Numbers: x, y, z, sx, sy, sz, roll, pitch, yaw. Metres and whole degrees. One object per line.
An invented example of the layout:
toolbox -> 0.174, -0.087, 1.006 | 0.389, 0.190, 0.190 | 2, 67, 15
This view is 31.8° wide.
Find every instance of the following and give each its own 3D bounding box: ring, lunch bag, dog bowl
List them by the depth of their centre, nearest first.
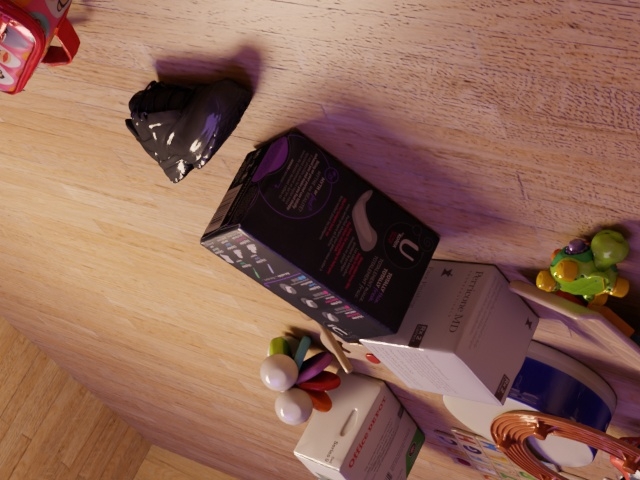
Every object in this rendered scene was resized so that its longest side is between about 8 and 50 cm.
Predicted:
lunch bag -> -0.438, -0.302, 1.463 | 0.258, 0.120, 0.293 | 29, 160, -15
ring -> 0.421, 0.368, 1.768 | 0.336, 0.032, 0.336 | 25, 157, 11
dog bowl -> 0.337, 0.261, 1.824 | 0.265, 0.104, 0.265 | 24, 159, 10

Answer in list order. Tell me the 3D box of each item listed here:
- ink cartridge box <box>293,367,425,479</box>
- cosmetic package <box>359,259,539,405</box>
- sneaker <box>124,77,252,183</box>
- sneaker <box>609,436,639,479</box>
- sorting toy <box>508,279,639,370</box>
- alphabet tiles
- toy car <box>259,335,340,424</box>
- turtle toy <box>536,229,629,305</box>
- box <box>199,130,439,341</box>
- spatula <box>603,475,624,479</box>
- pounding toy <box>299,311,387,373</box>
ink cartridge box -> 0.088, 0.429, 2.353 | 0.121, 0.211, 0.289 | 15, 154, 33
cosmetic package -> 0.189, 0.131, 1.640 | 0.183, 0.151, 0.151 | 3, 148, 45
sneaker -> -0.190, -0.161, 1.501 | 0.130, 0.109, 0.286 | 40, 154, -13
sneaker -> 0.598, 0.433, 1.899 | 0.148, 0.131, 0.350 | 14, 150, 47
sorting toy -> 0.373, 0.117, 1.495 | 0.208, 0.038, 0.193 | 33, 178, -23
alphabet tiles -> 0.413, 0.485, 2.368 | 0.342, 0.011, 0.285 | 14, 155, 31
toy car -> -0.033, 0.267, 2.228 | 0.136, 0.159, 0.182 | -20, 101, 12
turtle toy -> 0.328, 0.030, 1.362 | 0.095, 0.066, 0.130 | 17, 159, -13
box -> 0.000, 0.000, 1.547 | 0.270, 0.165, 0.143 | 35, 157, -18
spatula -> 0.655, 0.497, 2.100 | 0.242, 0.019, 0.168 | 27, 159, 1
pounding toy -> 0.073, 0.183, 1.887 | 0.269, 0.155, 0.154 | 28, 154, -1
